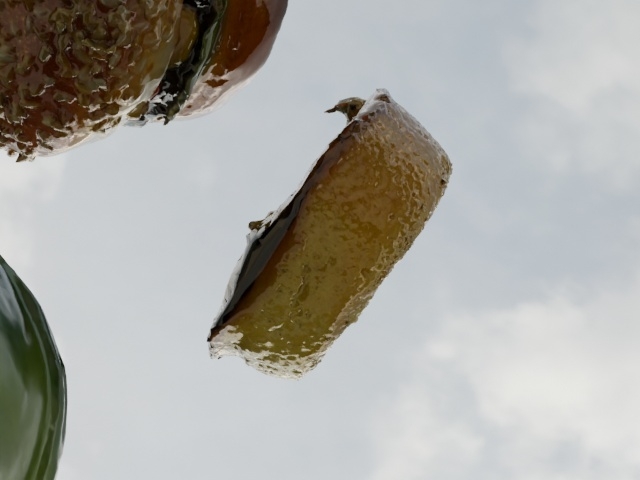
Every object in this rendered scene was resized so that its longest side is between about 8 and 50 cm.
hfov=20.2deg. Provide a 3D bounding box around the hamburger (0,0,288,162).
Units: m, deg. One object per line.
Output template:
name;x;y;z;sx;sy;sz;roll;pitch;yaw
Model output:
hamburger;-0.199;-0.233;1.441;0.330;0.250;0.330;20;-62;41

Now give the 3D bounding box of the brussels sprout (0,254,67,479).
brussels sprout;-0.329;0.133;1.086;0.342;0.361;0.425;47;-34;35

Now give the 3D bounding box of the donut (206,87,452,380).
donut;0.002;-0.002;1.405;0.118;0.253;0.253;38;-81;-3
